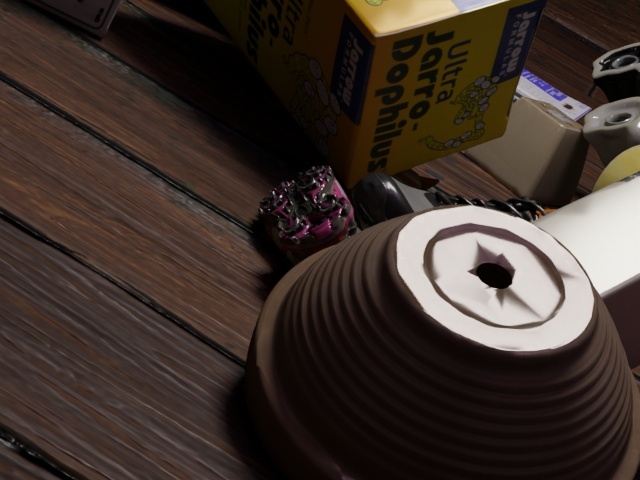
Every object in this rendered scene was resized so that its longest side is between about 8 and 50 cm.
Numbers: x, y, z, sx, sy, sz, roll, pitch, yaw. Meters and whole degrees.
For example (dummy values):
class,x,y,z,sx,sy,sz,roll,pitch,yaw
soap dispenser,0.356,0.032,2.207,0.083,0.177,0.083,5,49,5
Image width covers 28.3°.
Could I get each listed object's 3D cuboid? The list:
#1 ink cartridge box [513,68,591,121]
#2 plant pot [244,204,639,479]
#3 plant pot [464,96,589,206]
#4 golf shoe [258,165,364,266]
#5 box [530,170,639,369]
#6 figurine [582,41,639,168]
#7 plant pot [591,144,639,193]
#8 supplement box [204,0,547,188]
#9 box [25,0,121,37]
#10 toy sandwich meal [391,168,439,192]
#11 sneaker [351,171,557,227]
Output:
class,x,y,z,sx,sy,sz,roll,pitch,yaw
ink cartridge box,0.315,-0.234,1.988,0.208,0.045,0.206,33,19,11
plant pot,0.082,0.058,0.720,0.237,0.109,0.237,9,42,-9
plant pot,0.261,-0.112,1.536,0.109,0.096,0.109,4,31,-51
golf shoe,0.000,0.000,0.963,0.086,0.067,0.186,61,3,-19
box,0.231,0.024,0.948,0.275,0.113,0.094,-22,47,-27
figurine,0.407,-0.104,1.567,0.209,0.092,0.215,59,32,-27
plant pot,0.380,-0.030,1.416,0.134,0.134,0.095,14,13,-37
supplement box,0.028,-0.257,1.246,0.195,0.194,0.356,-20,55,-24
box,-0.211,-0.331,1.303,0.087,0.169,0.290,25,21,-13
toy sandwich meal,0.089,-0.056,1.253,0.086,0.029,0.085,26,20,-10
sneaker,0.130,-0.001,1.003,0.271,0.108,0.100,25,22,-40
